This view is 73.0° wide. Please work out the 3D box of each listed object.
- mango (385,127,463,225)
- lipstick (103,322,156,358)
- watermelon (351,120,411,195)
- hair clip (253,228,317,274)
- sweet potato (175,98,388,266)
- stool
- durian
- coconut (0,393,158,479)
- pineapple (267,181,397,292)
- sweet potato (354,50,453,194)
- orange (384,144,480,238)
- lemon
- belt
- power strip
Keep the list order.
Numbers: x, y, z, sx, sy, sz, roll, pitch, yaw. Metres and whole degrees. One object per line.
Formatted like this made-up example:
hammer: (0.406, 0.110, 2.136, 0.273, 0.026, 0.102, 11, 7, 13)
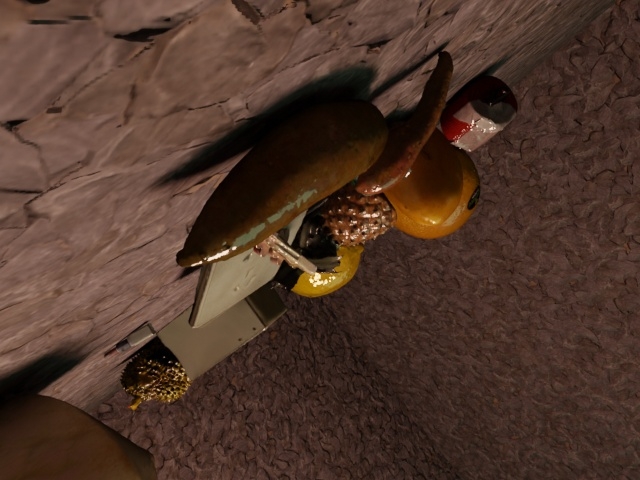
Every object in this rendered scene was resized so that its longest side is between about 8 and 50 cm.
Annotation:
mango: (0.188, -0.128, 0.812, 0.126, 0.154, 0.252, -49, -148, 40)
lipstick: (-0.380, 0.202, 0.855, 0.107, 0.025, 0.025, -31, 177, -6)
watermelon: (0.103, -0.154, 0.753, 0.139, 0.071, 0.187, -57, -162, -16)
hair clip: (-0.068, -0.003, 0.591, 0.062, 0.056, 0.214, -65, 147, -12)
sweet potato: (0.003, -0.089, 0.421, 0.108, 0.079, 0.346, -23, -167, 42)
stool: (-0.264, 0.225, 1.229, 0.270, 0.170, 0.243, -38, 176, 9)
durian: (-0.448, 0.360, 1.215, 0.137, 0.194, 0.237, -62, -179, 32)
coconut: (-0.390, 0.416, 0.569, 0.345, 0.414, 0.415, -15, -171, 28)
pineapple: (0.003, 0.002, 0.998, 0.365, 0.165, 0.165, -38, 177, 11)
sweet potato: (0.113, -0.140, 0.525, 0.214, 0.050, 0.050, -56, 180, -10)
orange: (0.274, -0.138, 1.121, 0.274, 0.274, 0.274, -38, 177, -2)
lemon: (-0.009, 0.046, 1.160, 0.260, 0.204, 0.204, -21, -179, 13)
belt: (0.376, -0.304, 1.010, 0.201, 0.128, 0.124, -40, 179, -36)
power strip: (-0.129, 0.027, 0.697, 0.198, 0.064, 0.213, -34, 161, -44)
